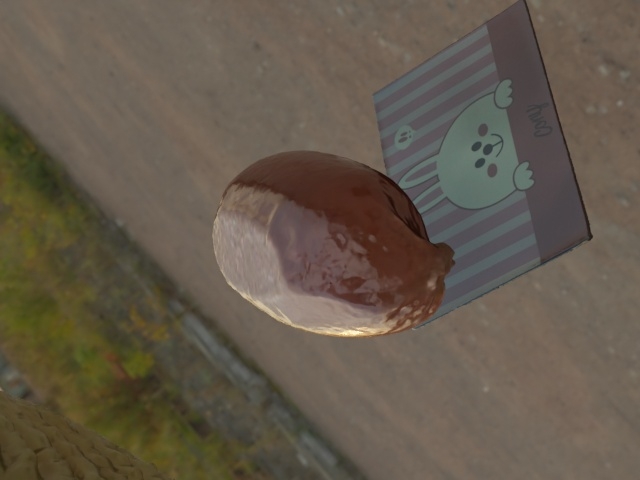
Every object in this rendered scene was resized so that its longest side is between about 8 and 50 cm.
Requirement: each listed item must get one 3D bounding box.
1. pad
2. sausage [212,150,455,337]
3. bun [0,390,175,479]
[{"bbox_3d":[0.145,-0.079,1.226,0.005,0.202,0.299,30,-139,-41],"label":"pad"},{"bbox_3d":[0.000,0.000,0.993,0.148,0.148,0.254,56,167,-17],"label":"sausage"},{"bbox_3d":[-0.137,0.183,0.464,0.364,0.202,0.364,27,-179,-1],"label":"bun"}]
